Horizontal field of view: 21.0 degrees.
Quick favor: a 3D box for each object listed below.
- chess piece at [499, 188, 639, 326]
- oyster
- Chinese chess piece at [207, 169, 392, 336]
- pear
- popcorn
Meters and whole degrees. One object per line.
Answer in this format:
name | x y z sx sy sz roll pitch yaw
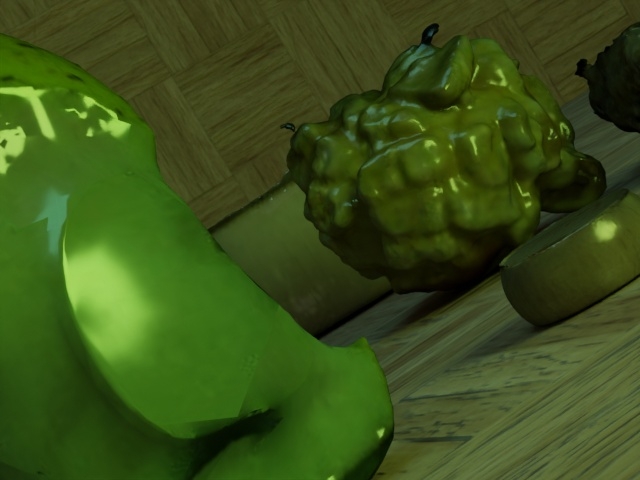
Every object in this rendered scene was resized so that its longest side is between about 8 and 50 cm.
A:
chess piece | 0.128 0.008 0.846 0.084 0.038 0.083 -30 3 2
oyster | 0.275 -0.111 1.173 0.166 0.094 0.294 -13 -12 -10
Chinese chess piece | 0.000 0.000 1.647 0.338 0.140 0.338 -30 1 1
pear | -0.135 0.034 0.751 0.176 0.282 0.286 -42 8 -31
popcorn | 0.085 -0.056 1.217 0.189 0.169 0.218 -31 6 19
